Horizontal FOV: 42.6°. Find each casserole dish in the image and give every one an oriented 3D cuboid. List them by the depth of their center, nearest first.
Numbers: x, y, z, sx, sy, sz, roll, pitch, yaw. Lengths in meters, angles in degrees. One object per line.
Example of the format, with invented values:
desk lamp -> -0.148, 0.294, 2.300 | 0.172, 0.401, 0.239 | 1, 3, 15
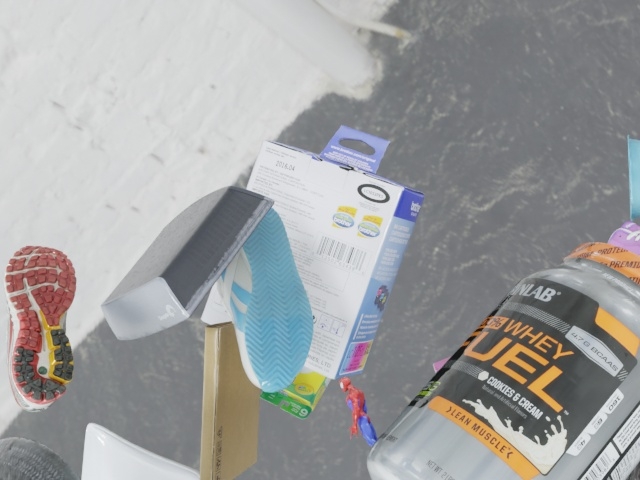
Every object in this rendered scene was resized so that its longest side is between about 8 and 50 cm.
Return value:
casserole dish -> 0.664, -0.128, 1.719 | 0.036, 0.114, 0.189 | -1, 86, 21

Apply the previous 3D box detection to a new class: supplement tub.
supplement tub -> 0.210, 0.161, 0.784 | 0.316, 0.194, 0.193 | -45, 44, -17

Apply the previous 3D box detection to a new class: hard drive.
hard drive -> -0.158, 0.026, 0.899 | 0.172, 0.054, 0.254 | -55, 16, -25

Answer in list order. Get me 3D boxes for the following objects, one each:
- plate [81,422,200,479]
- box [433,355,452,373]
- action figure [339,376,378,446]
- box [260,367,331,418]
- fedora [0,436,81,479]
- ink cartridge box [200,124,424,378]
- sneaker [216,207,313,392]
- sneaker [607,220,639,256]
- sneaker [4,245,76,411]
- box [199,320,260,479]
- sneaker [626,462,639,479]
plate -> -0.254, 0.427, 1.180 | 0.277, 0.045, 0.278 | 8, 94, 41
box -> 0.325, 0.355, 1.533 | 0.117, 0.243, 0.214 | -23, 40, 11
action figure -> 0.049, 0.206, 0.914 | 0.030, 0.038, 0.115 | -28, 72, 15
box -> -0.028, 0.228, 1.496 | 0.105, 0.043, 0.179 | 22, 62, 20
fedora -> -0.199, 0.311, 0.671 | 0.334, 0.152, 0.334 | -7, 80, 45
ink cartridge box -> 0.000, 0.000, 1.394 | 0.269, 0.151, 0.396 | 21, 96, 20
sneaker -> -0.071, 0.072, 0.963 | 0.092, 0.087, 0.229 | -49, 44, 50
sneaker -> 0.646, 0.001, 1.568 | 0.282, 0.102, 0.161 | -48, 44, 39
sneaker -> -0.359, 0.106, 1.026 | 0.093, 0.088, 0.225 | -48, 41, 47
box -> -0.112, 0.204, 1.055 | 0.021, 0.164, 0.201 | 2, 89, 15
sneaker -> 0.398, 0.332, 0.825 | 0.162, 0.106, 0.282 | -1, 90, 8
